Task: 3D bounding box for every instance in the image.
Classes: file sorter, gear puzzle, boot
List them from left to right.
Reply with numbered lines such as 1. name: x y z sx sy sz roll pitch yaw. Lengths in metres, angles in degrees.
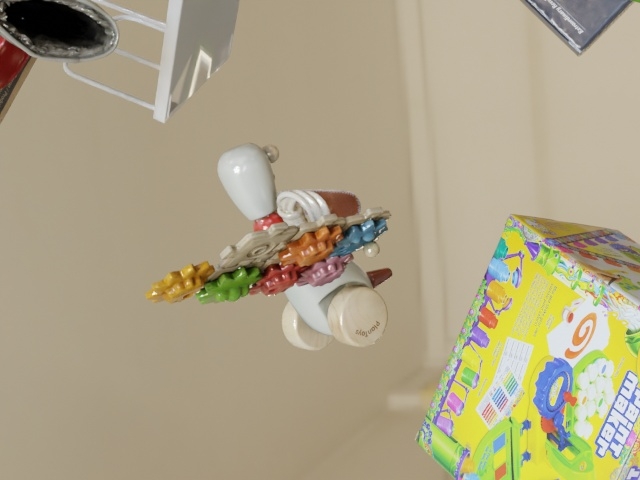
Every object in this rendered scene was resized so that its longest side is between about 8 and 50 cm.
1. boot: -0.265 -0.195 1.327 0.208 0.189 0.076 -116 33 -65
2. file sorter: -0.214 -0.337 2.116 0.193 0.173 0.278 -54 -17 -49
3. gear puzzle: -0.063 0.034 1.992 0.339 0.175 0.044 -10 -113 -42

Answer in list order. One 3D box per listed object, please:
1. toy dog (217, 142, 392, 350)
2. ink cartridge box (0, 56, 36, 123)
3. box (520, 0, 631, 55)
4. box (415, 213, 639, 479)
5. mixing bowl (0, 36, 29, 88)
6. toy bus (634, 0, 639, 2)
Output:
1. toy dog: 0.000 0.000 2.239 0.161 0.220 0.334 -41 -47 -31
2. ink cartridge box: -0.448 -0.171 1.811 0.088 0.234 0.193 52 -128 -45
3. box: 0.320 -0.339 1.900 0.153 0.207 0.108 46 -170 4
4. box: 0.290 0.167 1.739 0.177 0.279 0.290 7 -67 -38
5. mixing bowl: -0.341 -0.208 1.610 0.181 0.098 0.181 -57 -8 -12
6. toy bus: 0.241 -0.210 1.057 0.104 0.191 0.202 7 -139 -36
